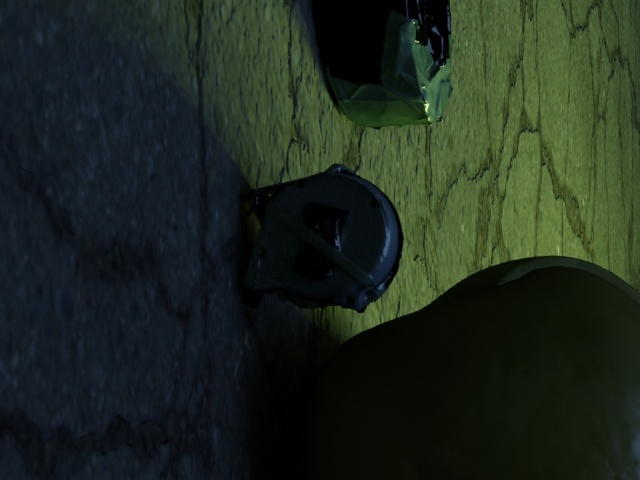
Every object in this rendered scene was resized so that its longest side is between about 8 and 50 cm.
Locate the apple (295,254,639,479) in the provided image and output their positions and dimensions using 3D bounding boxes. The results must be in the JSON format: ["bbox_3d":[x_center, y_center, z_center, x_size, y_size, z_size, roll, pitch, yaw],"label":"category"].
[{"bbox_3d":[0.131,0.147,1.080,0.292,0.292,0.254,-20,92,-72],"label":"apple"}]

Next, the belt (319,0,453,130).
[{"bbox_3d":[0.051,-0.172,1.214,0.151,0.078,0.198,-68,153,-56],"label":"belt"}]

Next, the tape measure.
[{"bbox_3d":[0.002,-0.001,1.011,0.054,0.094,0.091,25,66,-73],"label":"tape measure"}]
